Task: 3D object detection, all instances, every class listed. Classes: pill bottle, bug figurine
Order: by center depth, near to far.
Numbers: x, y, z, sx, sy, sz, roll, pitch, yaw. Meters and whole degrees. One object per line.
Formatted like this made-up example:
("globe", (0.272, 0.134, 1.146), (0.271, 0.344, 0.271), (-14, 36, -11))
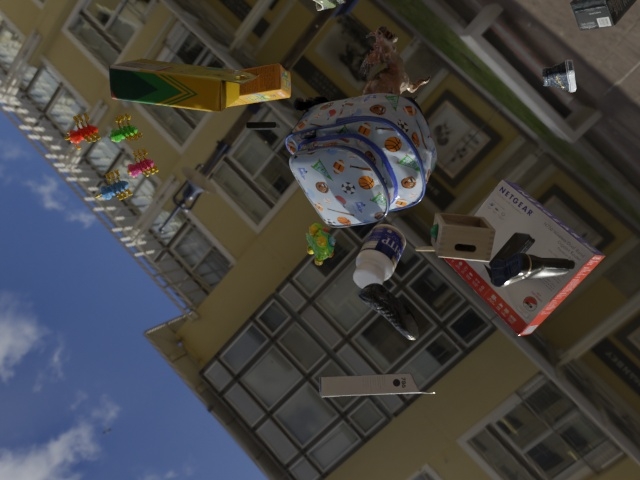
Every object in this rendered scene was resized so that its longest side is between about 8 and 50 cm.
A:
("pill bottle", (0.164, 0.051, 1.451), (0.112, 0.112, 0.186), (40, -131, -9))
("bug figurine", (-0.628, -0.257, 1.558), (0.216, 0.072, 0.278), (-29, -88, -33))

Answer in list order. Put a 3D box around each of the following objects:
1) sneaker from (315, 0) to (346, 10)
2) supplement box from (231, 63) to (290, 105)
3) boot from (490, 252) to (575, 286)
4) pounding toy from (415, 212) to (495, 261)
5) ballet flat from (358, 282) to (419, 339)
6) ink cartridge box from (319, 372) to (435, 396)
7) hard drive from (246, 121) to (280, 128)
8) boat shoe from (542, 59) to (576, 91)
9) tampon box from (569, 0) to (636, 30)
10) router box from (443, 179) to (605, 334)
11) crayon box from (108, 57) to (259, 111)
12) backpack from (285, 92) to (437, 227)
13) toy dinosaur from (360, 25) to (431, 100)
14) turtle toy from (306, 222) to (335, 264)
("sneaker", (-0.008, -0.625, 1.249), (0.192, 0.086, 0.064), (20, -123, -66))
("supplement box", (-0.203, -0.428, 1.425), (0.078, 0.234, 0.080), (1, -95, -70))
("boot", (0.525, 0.080, 1.289), (0.137, 0.076, 0.198), (2, 171, -5))
("pounding toy", (0.290, 0.000, 1.123), (0.141, 0.100, 0.130), (5, -163, 3))
("ballet flat", (0.149, 0.149, 1.076), (0.173, 0.049, 0.057), (45, -136, -20))
("ink cartridge box", (0.163, 0.435, 1.545), (0.165, 0.333, 0.065), (99, 170, -74))
("hard drive", (-0.184, -0.371, 1.659), (0.094, 0.022, 0.135), (0, -168, 1))
("boat shoe", (0.692, -0.472, 1.485), (0.183, 0.083, 0.065), (7, -101, -61))
("tampon box", (0.884, -0.748, 1.583), (0.101, 0.161, 0.120), (50, 168, -30))
("router box", (0.558, 0.044, 1.461), (0.082, 0.301, 0.335), (5, -144, -43))
("crayon box", (-0.330, -0.389, 1.282), (0.319, 0.081, 0.202), (7, -156, 3))
("backpack", (0.086, -0.161, 1.011), (0.276, 0.264, 0.213), (53, -140, -34))
("toy dinosaur", (0.166, -0.417, 1.412), (0.200, 0.295, 0.127), (32, -154, 3))
("turtle toy", (0.000, 0.000, 1.429), (0.066, 0.095, 0.130), (-14, -134, -24))
